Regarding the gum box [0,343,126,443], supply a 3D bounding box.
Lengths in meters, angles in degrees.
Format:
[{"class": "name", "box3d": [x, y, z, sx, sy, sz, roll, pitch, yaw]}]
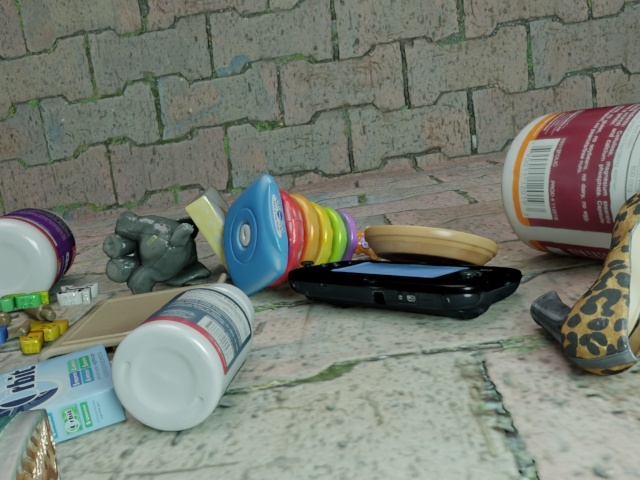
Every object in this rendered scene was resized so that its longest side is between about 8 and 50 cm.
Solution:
[{"class": "gum box", "box3d": [-0.310, 0.172, 0.605, 0.184, 0.041, 0.157, -15, 13, -23]}]

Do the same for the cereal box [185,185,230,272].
[{"class": "cereal box", "box3d": [-0.186, -0.017, 1.128, 0.047, 0.173, 0.240, -33, 13, -1]}]

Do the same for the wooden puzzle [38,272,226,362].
[{"class": "wooden puzzle", "box3d": [-0.262, 0.118, 0.861, 0.238, 0.044, 0.221, -14, 11, 0]}]

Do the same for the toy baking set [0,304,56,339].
[{"class": "toy baking set", "box3d": [-0.578, 0.142, 1.000, 0.196, 0.030, 0.256, -17, 14, -35]}]

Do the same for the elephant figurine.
[{"class": "elephant figurine", "box3d": [-0.290, 0.018, 1.130, 0.186, 0.169, 0.239, 26, 7, 20]}]

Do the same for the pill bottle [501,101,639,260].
[{"class": "pill bottle", "box3d": [0.457, -0.073, 0.758, 0.224, 0.224, 0.392, -15, 13, -27]}]

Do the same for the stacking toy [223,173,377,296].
[{"class": "stacking toy", "box3d": [0.000, 0.000, 1.007, 0.302, 0.175, 0.166, 4, -24, -35]}]

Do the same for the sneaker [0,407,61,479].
[{"class": "sneaker", "box3d": [-0.219, 0.183, 0.301, 0.121, 0.108, 0.302, -7, 12, -11]}]

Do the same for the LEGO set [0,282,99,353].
[{"class": "LEGO set", "box3d": [-0.451, 0.125, 0.864, 0.227, 0.087, 0.093, -5, 13, -15]}]

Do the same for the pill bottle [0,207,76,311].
[{"class": "pill bottle", "box3d": [-0.631, 0.027, 1.234, 0.181, 0.181, 0.323, -11, 11, -11]}]

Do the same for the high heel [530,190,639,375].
[{"class": "high heel", "box3d": [0.328, 0.022, 0.538, 0.261, 0.093, 0.186, -42, 3, 8]}]

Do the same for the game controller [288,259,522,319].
[{"class": "game controller", "box3d": [0.108, 0.053, 0.809, 0.319, 0.067, 0.166, 2, 16, 42]}]

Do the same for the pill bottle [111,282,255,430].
[{"class": "pill bottle", "box3d": [-0.130, 0.109, 0.610, 0.108, 0.108, 0.180, -7, 10, 9]}]

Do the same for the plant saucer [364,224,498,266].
[{"class": "plant saucer", "box3d": [0.163, 0.015, 0.872, 0.200, 0.037, 0.200, 9, -8, 1]}]
